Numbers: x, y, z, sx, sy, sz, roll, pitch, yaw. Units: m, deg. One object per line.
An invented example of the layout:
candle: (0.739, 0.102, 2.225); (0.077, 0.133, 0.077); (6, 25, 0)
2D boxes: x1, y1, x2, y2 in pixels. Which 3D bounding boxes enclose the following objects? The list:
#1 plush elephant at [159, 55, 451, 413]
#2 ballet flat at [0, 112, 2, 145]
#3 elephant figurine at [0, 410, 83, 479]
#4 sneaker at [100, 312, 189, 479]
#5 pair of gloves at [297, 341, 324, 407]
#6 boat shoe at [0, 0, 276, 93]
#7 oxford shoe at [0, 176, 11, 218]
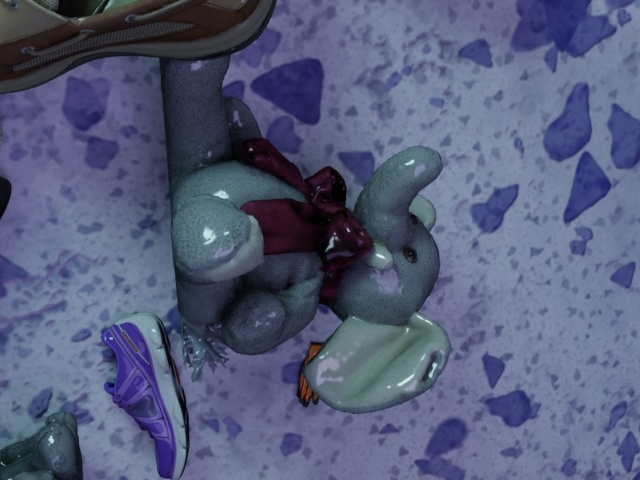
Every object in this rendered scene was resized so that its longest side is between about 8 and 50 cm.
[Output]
plush elephant: (0.000, 0.000, 0.865); (0.255, 0.272, 0.330); (-4, 136, -8)
ballet flat: (-0.369, -0.053, 0.789); (0.241, 0.077, 0.091); (-31, 104, -12)
elephant figurine: (-0.332, 0.233, 0.864); (0.239, 0.186, 0.169); (-4, 150, -11)
sneaker: (-0.168, 0.152, 0.952); (0.071, 0.068, 0.170); (-14, 102, -3)
pair of gloves: (0.016, 0.145, 1.045); (0.083, 0.010, 0.074); (10, 100, -26)
boat shoe: (-0.199, -0.193, 0.738); (0.324, 0.120, 0.122); (-8, 78, 7)
oxford shoe: (-0.351, 0.011, 0.825); (0.076, 0.076, 0.212); (40, 73, 13)
